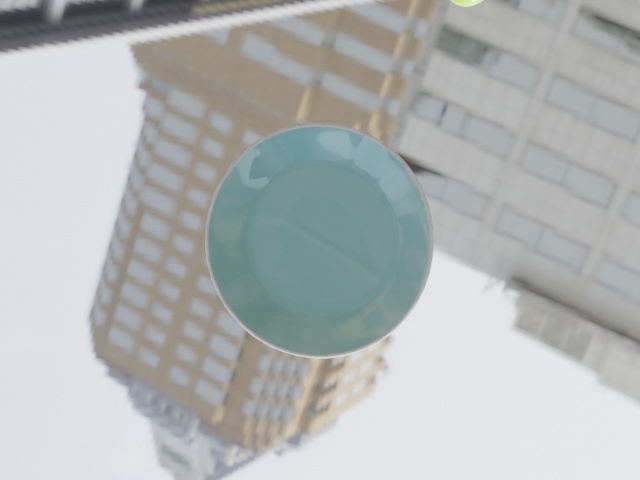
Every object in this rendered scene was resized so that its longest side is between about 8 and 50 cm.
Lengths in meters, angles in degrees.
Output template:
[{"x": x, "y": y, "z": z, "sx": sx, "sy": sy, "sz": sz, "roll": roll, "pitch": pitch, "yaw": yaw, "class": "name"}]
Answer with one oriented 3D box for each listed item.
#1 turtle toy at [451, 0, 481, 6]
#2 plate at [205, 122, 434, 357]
[{"x": 0.115, "y": -0.235, "z": 1.115, "sx": 0.095, "sy": 0.130, "sz": 0.066, "roll": 8, "pitch": -172, "yaw": -11, "class": "turtle toy"}, {"x": 0.000, "y": 0.000, "z": 1.226, "sx": 0.188, "sy": 0.188, "sz": 0.024, "roll": 24, "pitch": -174, "yaw": 12, "class": "plate"}]
